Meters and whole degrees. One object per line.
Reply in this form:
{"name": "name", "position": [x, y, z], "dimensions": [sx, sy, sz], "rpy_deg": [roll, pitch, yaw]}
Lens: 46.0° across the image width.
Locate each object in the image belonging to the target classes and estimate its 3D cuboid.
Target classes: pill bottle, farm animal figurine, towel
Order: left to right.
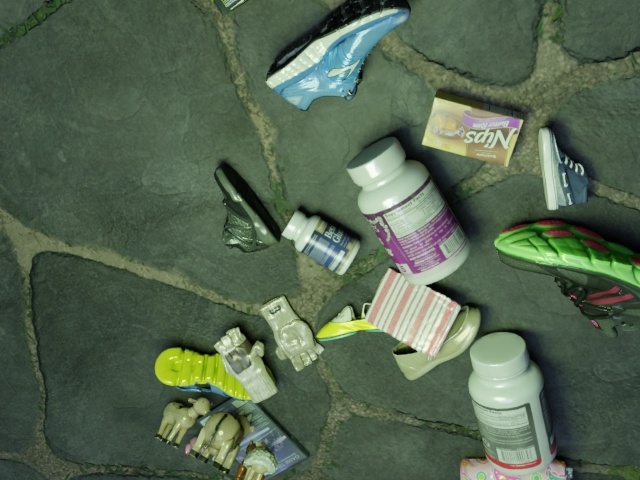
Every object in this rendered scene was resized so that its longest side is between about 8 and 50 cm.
{"name": "farm animal figurine", "position": [-0.268, 0.514, 2.011], "dimensions": [0.330, 0.172, 0.327], "rpy_deg": [28, 161, -2]}
{"name": "pill bottle", "position": [0.000, 0.000, 1.750], "dimensions": [0.169, 0.094, 0.094], "rpy_deg": [30, 120, -4]}
{"name": "pill bottle", "position": [0.185, -0.065, 1.627], "dimensions": [0.169, 0.169, 0.301], "rpy_deg": [-26, 108, 24]}
{"name": "towel", "position": [0.214, 0.168, 1.770], "dimensions": [0.197, 0.029, 0.144], "rpy_deg": [28, 95, 21]}
{"name": "pill bottle", "position": [0.452, 0.385, 1.798], "dimensions": [0.176, 0.176, 0.318], "rpy_deg": [-9, 115, 18]}

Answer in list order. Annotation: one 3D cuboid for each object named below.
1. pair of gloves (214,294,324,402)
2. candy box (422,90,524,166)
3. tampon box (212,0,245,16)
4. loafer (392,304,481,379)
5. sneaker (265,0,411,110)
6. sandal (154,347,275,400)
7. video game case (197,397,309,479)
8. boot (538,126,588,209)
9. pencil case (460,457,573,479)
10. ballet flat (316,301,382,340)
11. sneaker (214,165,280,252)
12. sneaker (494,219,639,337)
{"name": "pair of gloves", "position": [-0.134, 0.277, 1.925], "dimensions": [0.240, 0.042, 0.204], "rpy_deg": [-37, 101, 3]}
{"name": "candy box", "position": [0.316, -0.232, 1.573], "dimensions": [0.187, 0.053, 0.109], "rpy_deg": [17, 120, 6]}
{"name": "tampon box", "position": [-0.185, -0.547, 1.487], "dimensions": [0.101, 0.120, 0.161], "rpy_deg": [-27, 108, 24]}
{"name": "loafer", "position": [0.273, 0.239, 1.807], "dimensions": [0.092, 0.102, 0.268], "rpy_deg": [37, 120, -14]}
{"name": "sneaker", "position": [0.051, -0.379, 1.536], "dimensions": [0.330, 0.130, 0.147], "rpy_deg": [-29, 122, 29]}
{"name": "sandal", "position": [-0.276, 0.359, 2.012], "dimensions": [0.317, 0.126, 0.138], "rpy_deg": [13, 157, -1]}
{"name": "video game case", "position": [-0.190, 0.556, 2.134], "dimensions": [0.196, 0.026, 0.274], "rpy_deg": [-35, 106, 27]}
{"name": "boot", "position": [0.506, -0.155, 1.568], "dimensions": [0.086, 0.069, 0.190], "rpy_deg": [-11, 123, 11]}
{"name": "pencil case", "position": [0.503, 0.625, 1.948], "dimensions": [0.284, 0.124, 0.124], "rpy_deg": [-2, 117, 16]}
{"name": "ballet flat", "position": [0.098, 0.193, 1.851], "dimensions": [0.231, 0.077, 0.077], "rpy_deg": [-9, 94, 15]}
{"name": "sneaker", "position": [-0.205, -0.062, 1.771], "dimensions": [0.130, 0.087, 0.227], "rpy_deg": [-26, 114, 18]}
{"name": "sneaker", "position": [0.596, 0.102, 1.610], "dimensions": [0.483, 0.185, 0.202], "rpy_deg": [20, 116, 4]}
